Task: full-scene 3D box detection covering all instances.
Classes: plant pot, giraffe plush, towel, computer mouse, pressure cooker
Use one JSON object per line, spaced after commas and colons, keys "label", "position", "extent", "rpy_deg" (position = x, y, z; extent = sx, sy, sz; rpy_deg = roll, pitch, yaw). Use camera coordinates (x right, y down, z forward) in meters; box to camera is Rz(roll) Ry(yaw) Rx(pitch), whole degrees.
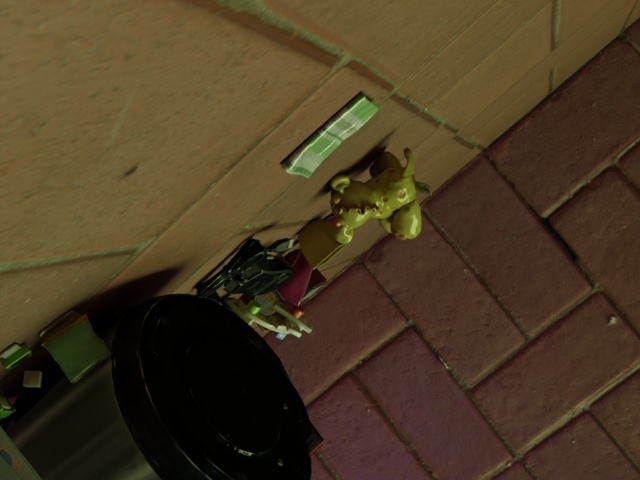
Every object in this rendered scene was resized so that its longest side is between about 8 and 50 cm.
{"label": "plant pot", "position": [0.000, 0.000, 1.784], "extent": [0.081, 0.083, 0.081], "rpy_deg": [-42, 172, 23]}
{"label": "giraffe plush", "position": [0.093, -0.074, 1.577], "extent": [0.170, 0.182, 0.210], "rpy_deg": [-15, 178, -14]}
{"label": "towel", "position": [0.018, -0.146, 1.181], "extent": [0.152, 0.023, 0.113], "rpy_deg": [-41, 174, 12]}
{"label": "computer mouse", "position": [-0.113, 0.038, 1.560], "extent": [0.184, 0.060, 0.262], "rpy_deg": [-38, 163, 24]}
{"label": "pressure cooker", "position": [-0.268, 0.326, 1.202], "extent": [0.420, 0.370, 0.376], "rpy_deg": [-39, -145, 22]}

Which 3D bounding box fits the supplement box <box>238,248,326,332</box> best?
{"label": "supplement box", "position": [-0.092, 0.121, 1.999], "extent": [0.188, 0.104, 0.081], "rpy_deg": [-43, 172, 24]}

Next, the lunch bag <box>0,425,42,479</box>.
{"label": "lunch bag", "position": [-0.374, 0.288, 0.890], "extent": [0.108, 0.279, 0.224], "rpy_deg": [-34, 161, -41]}

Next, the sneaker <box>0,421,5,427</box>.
{"label": "sneaker", "position": [-0.486, 0.392, 1.419], "extent": [0.106, 0.162, 0.281], "rpy_deg": [-37, 173, -17]}

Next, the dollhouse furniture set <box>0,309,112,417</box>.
{"label": "dollhouse furniture set", "position": [-0.337, 0.149, 1.003], "extent": [0.151, 0.076, 0.058], "rpy_deg": [-37, 171, -14]}

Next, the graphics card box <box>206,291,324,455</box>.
{"label": "graphics card box", "position": [-0.189, 0.302, 1.538], "extent": [0.232, 0.371, 0.094], "rpy_deg": [-33, 174, -36]}

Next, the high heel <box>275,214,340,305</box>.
{"label": "high heel", "position": [-0.003, 0.037, 1.869], "extent": [0.244, 0.117, 0.082], "rpy_deg": [-36, 172, -21]}

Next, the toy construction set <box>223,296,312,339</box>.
{"label": "toy construction set", "position": [-0.176, 0.251, 1.843], "extent": [0.328, 0.215, 0.151], "rpy_deg": [-50, 172, 2]}
